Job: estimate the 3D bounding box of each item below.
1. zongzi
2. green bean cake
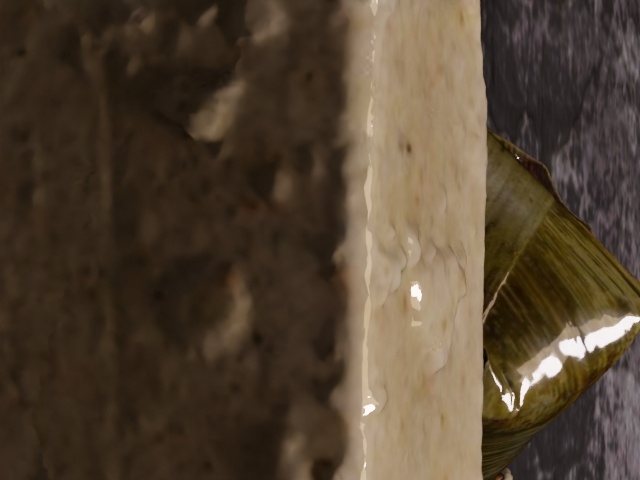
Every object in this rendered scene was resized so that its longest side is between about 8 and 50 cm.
[{"bbox_3d":[0.000,0.000,0.558,0.084,0.184,0.187,-36,166,-22],"label":"zongzi"},{"bbox_3d":[-0.022,0.021,0.429,0.085,0.109,0.179,8,84,-66],"label":"green bean cake"}]
